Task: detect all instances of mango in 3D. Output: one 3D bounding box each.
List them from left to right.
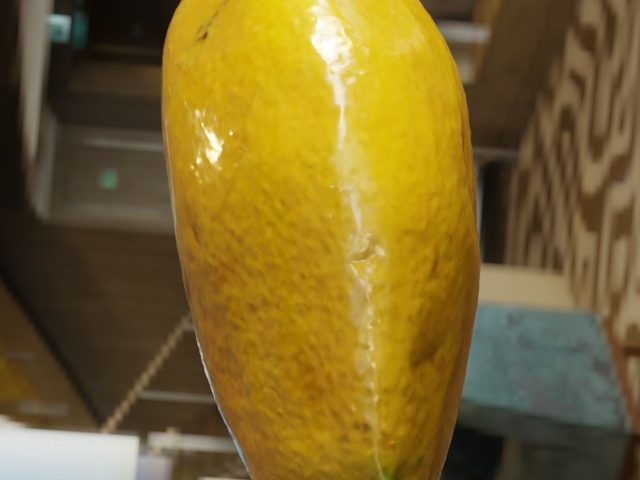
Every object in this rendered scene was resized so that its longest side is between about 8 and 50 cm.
[{"bbox_3d":[0.000,0.000,0.685,0.147,0.109,0.227,154,109,-66],"label":"mango"}]
